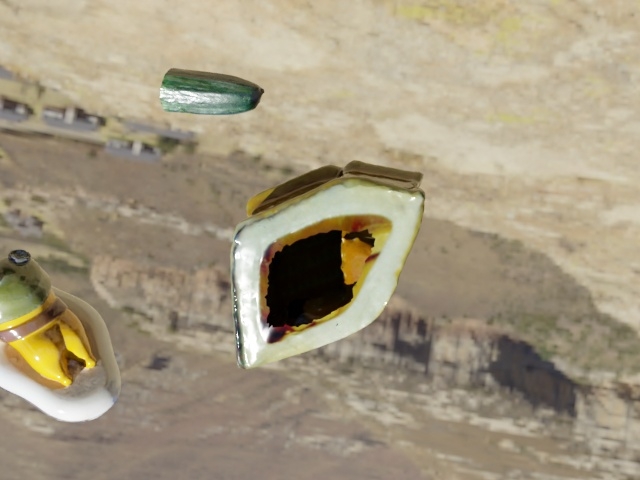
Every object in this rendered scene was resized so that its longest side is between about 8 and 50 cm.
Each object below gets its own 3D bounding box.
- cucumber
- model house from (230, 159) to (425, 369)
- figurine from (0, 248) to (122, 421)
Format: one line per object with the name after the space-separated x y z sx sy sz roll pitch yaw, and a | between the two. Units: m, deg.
-0.111 -0.152 1.151 0.105 0.048 0.048 6 170 4 | cucumber
0.011 0.001 1.306 0.268 0.173 0.239 -20 -167 11 | model house
-0.357 0.105 1.423 0.250 0.166 0.141 36 145 22 | figurine
